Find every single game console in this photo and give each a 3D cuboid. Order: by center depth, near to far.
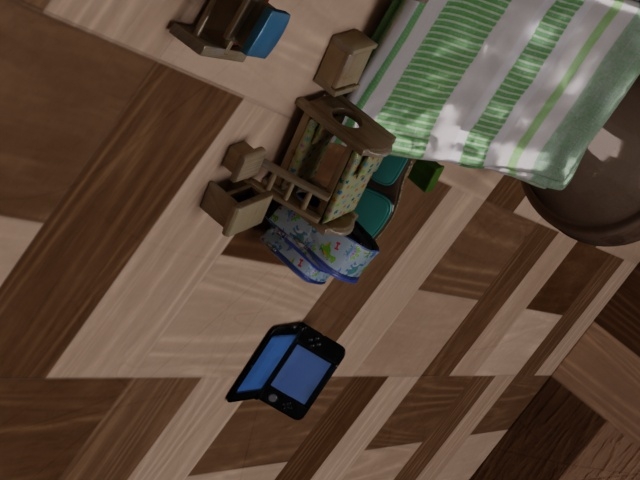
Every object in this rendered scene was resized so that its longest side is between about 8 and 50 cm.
[{"bbox_3d":[-0.042,0.171,1.780,0.122,0.107,0.071,-57,-173,18],"label":"game console"}]

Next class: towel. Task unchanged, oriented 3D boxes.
[{"bbox_3d":[0.188,-0.171,1.478,0.325,0.038,0.248,9,127,-30],"label":"towel"}]

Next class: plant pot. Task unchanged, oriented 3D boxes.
[{"bbox_3d":[0.339,-0.142,1.823,0.229,0.263,0.263,21,108,-50],"label":"plant pot"}]

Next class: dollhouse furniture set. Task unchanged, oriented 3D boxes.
[{"bbox_3d":[0.000,-0.206,1.130,0.183,0.129,0.129,-58,158,17],"label":"dollhouse furniture set"},{"bbox_3d":[-0.007,-0.089,1.356,0.161,0.101,0.182,-25,148,-48],"label":"dollhouse furniture set"},{"bbox_3d":[0.157,-0.110,1.719,0.152,0.058,0.076,-23,147,-50],"label":"dollhouse furniture set"}]

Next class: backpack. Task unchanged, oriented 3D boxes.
[{"bbox_3d":[0.000,0.000,1.505,0.084,0.114,0.105,-54,160,11],"label":"backpack"}]

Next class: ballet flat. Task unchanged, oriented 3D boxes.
[{"bbox_3d":[0.067,-0.070,1.599,0.206,0.073,0.067,-58,-179,31],"label":"ballet flat"}]

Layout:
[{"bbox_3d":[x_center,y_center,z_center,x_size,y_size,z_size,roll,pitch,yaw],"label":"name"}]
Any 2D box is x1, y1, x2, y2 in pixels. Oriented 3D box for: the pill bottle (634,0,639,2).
[{"bbox_3d":[0.345,-0.307,1.527,0.246,0.130,0.130,9,124,-31],"label":"pill bottle"}]
